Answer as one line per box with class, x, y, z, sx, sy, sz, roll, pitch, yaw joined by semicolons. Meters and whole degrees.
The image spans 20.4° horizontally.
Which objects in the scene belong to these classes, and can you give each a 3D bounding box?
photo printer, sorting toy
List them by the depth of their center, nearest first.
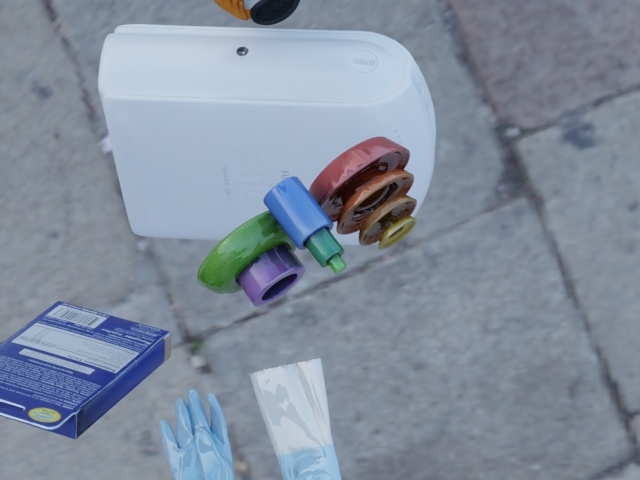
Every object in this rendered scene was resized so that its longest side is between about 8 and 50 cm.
sorting toy;0.000;0.000;0.721;0.102;0.061;0.042;-37;74;3
photo printer;-0.044;-0.096;1.706;0.308;0.256;0.107;2;57;3

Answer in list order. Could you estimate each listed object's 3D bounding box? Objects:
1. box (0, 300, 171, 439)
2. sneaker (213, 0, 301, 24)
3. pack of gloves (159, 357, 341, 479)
box;-0.260;0.132;1.748;0.225;0.136;0.036;-40;140;-58
sneaker;-0.004;-0.294;1.522;0.099;0.262;0.121;27;55;-31
pack of gloves;-0.065;0.259;1.886;0.195;0.046;0.232;-14;77;17
